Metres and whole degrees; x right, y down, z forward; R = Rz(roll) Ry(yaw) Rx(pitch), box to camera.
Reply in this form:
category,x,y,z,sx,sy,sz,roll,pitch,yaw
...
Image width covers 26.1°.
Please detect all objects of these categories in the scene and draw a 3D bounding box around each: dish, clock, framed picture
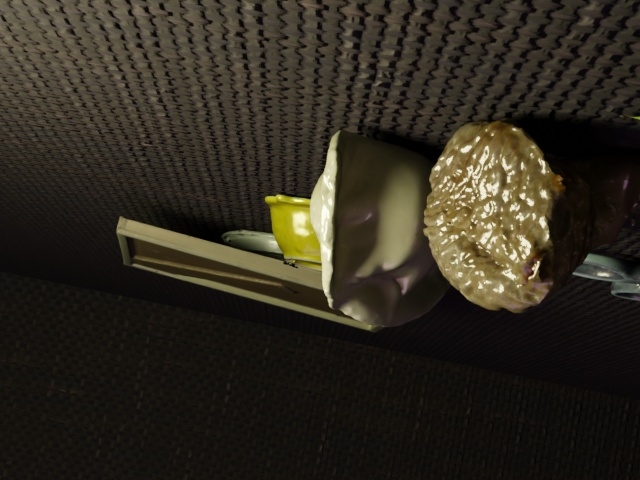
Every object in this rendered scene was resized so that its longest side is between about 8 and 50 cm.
category,x,y,z,sx,sy,sz,roll,pitch,yaw
dish,0.000,0.000,1.826,0.149,0.080,0.207,3,169,39
clock,-0.047,0.035,2.184,0.236,0.053,0.236,12,171,2
framed picture,-0.097,0.061,2.155,0.446,0.028,0.326,16,169,-4

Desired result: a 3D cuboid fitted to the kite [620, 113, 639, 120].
category,x,y,z,sx,sy,sz,roll,pitch,yaw
kite,0.318,-0.093,1.064,0.183,0.014,0.241,9,171,35

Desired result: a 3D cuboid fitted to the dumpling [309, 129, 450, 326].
category,x,y,z,sx,sy,sz,roll,pitch,yaw
dumpling,0.069,-0.002,1.397,0.131,0.179,0.252,-1,164,35

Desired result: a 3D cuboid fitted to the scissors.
category,x,y,z,sx,sy,sz,roll,pitch,yaw
scissors,0.497,0.056,1.708,0.383,0.029,0.256,3,168,37

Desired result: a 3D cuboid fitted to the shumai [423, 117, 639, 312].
category,x,y,z,sx,sy,sz,roll,pitch,yaw
shumai,0.202,-0.021,1.230,0.175,0.166,0.206,6,-161,-24
